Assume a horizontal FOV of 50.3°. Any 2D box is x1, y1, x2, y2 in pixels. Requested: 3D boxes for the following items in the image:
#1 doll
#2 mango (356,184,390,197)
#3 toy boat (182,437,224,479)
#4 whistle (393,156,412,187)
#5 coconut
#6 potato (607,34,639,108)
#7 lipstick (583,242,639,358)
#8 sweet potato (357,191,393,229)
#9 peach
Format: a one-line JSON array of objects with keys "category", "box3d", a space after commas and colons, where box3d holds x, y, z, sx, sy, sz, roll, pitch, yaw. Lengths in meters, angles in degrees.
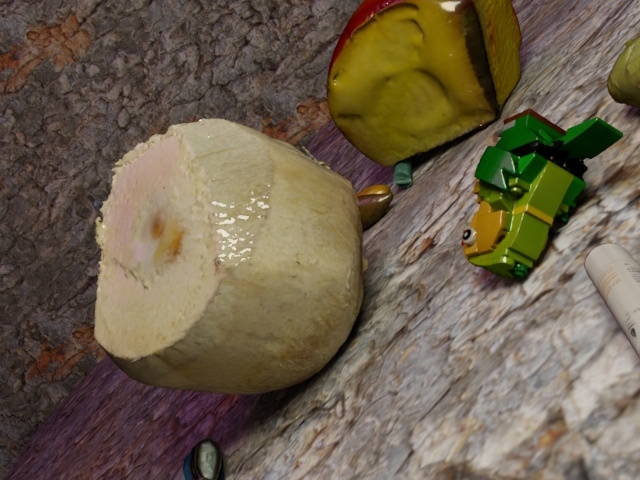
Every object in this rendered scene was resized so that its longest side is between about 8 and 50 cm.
[{"category": "doll", "box3d": [0.220, -0.048, 0.731, 0.186, 0.106, 0.134, -63, 25, 7]}, {"category": "mango", "box3d": [0.100, -0.081, 1.350, 0.089, 0.046, 0.060, -27, 22, 23]}, {"category": "toy boat", "box3d": [-0.167, 0.331, 0.963, 0.137, 0.060, 0.060, -128, 57, -71]}, {"category": "whistle", "box3d": [0.164, -0.150, 1.353, 0.039, 0.039, 0.186, -42, 14, 23]}, {"category": "coconut", "box3d": [-0.106, 0.038, 1.008, 0.404, 0.404, 0.404, -44, 13, 13]}, {"category": "potato", "box3d": [0.368, -0.179, 0.701, 0.188, 0.085, 0.105, -167, 97, -79]}, {"category": "lipstick", "box3d": [0.242, 0.047, 0.525, 0.040, 0.040, 0.141, -43, 14, 19]}, {"category": "sweet potato", "box3d": [-0.002, 0.001, 1.330, 0.346, 0.079, 0.108, -40, 4, 13]}, {"category": "peach", "box3d": [0.190, -0.329, 1.218, 0.380, 0.306, 0.242, -23, 33, 51]}]
